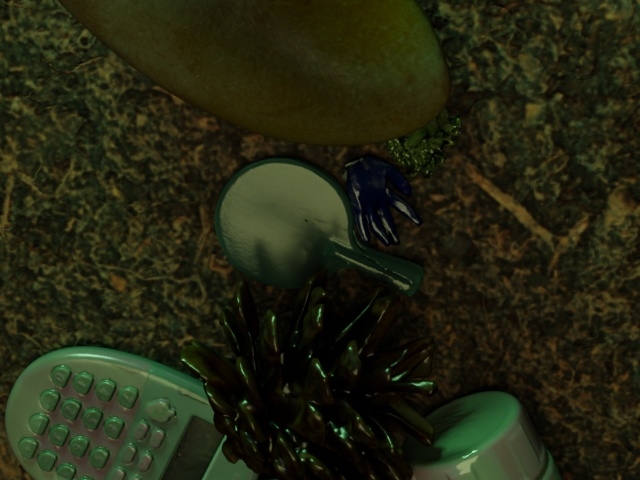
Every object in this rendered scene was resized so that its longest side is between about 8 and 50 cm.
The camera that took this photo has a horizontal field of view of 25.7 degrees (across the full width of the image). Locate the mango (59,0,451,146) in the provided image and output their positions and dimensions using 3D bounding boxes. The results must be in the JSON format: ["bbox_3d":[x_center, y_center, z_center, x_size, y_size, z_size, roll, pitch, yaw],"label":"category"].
[{"bbox_3d":[-0.064,-0.210,1.117,0.384,0.199,0.221,32,108,-7],"label":"mango"}]

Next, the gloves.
[{"bbox_3d":[0.055,-0.036,1.255,0.064,0.026,0.086,-21,93,-20],"label":"gloves"}]

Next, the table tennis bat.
[{"bbox_3d":[0.000,0.000,1.280,0.201,0.033,0.124,24,109,-3],"label":"table tennis bat"}]

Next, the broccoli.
[{"bbox_3d":[0.088,-0.112,1.204,0.095,0.092,0.097,44,76,-24],"label":"broccoli"}]

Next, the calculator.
[{"bbox_3d":[-0.162,0.208,1.359,0.299,0.041,0.185,25,110,-4],"label":"calculator"}]

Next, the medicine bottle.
[{"bbox_3d":[0.162,0.239,1.304,0.135,0.135,0.168,-24,106,11],"label":"medicine bottle"}]

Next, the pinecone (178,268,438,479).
[{"bbox_3d":[0.003,0.124,1.234,0.229,0.202,0.201,44,123,-12],"label":"pinecone"}]
